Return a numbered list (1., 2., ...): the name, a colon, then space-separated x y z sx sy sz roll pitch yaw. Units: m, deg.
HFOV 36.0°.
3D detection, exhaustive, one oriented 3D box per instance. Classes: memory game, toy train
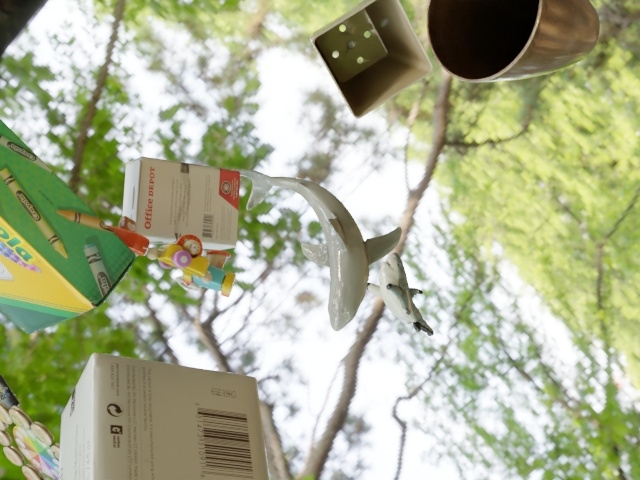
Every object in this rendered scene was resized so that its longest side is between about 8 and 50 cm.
1. memory game: -0.389 0.293 1.345 0.186 0.186 0.012 44 -128 0
2. toy train: -0.164 0.014 1.100 0.125 0.046 0.166 10 165 37

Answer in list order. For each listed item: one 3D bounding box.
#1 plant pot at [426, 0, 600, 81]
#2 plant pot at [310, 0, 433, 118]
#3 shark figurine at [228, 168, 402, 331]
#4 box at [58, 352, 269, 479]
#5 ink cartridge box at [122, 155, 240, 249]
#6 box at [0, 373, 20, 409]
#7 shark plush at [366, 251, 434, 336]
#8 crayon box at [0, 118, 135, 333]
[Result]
1. plant pot: 0.320 -0.337 1.508 0.230 0.215 0.215 1 -138 -41
2. plant pot: 0.049 -0.223 1.148 0.109 0.109 0.096 58 178 -24
3. shark figurine: -0.001 -0.029 1.406 0.278 0.166 0.116 53 -175 14
4. box: -0.156 0.226 0.973 0.182 0.119 0.181 12 -137 -25
5. ink cartridge box: -0.173 -0.044 1.219 0.135 0.099 0.056 8 172 -31
6. box: -0.559 0.193 1.485 0.207 0.114 0.036 55 156 3
7. shark plush: 0.152 0.100 1.677 0.161 0.067 0.073 49 155 -8
8. crayon box: -0.345 -0.034 1.020 0.278 0.165 0.081 48 -130 -19
